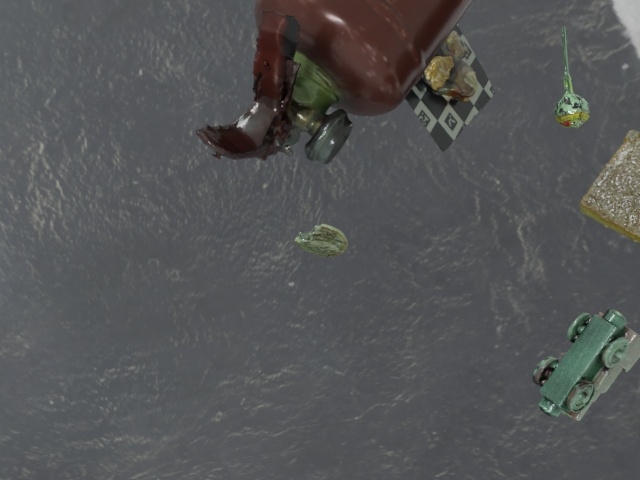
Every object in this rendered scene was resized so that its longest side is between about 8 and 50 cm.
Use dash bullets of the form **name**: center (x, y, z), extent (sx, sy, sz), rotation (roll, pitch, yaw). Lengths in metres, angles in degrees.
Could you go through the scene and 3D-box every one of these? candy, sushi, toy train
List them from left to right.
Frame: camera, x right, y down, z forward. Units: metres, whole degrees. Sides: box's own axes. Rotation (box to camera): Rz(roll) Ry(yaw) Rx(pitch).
- **sushi**: center (0.172, -0.257, 0.952), extent (0.210, 0.040, 0.192), rotation (54, 55, -16)
- **candy**: center (0.714, -0.470, 1.951), extent (0.083, 0.091, 0.305), rotation (9, 77, -50)
- **toy train**: center (0.665, 0.317, 1.689), extent (0.304, 0.221, 0.150), rotation (-54, 45, 4)

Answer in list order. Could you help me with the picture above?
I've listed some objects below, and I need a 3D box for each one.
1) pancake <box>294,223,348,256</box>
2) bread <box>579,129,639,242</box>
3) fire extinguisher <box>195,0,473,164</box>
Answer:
- **pancake**: center (0.004, 0.004, 1.600), extent (0.116, 0.130, 0.022), rotation (38, 50, -37)
- **bread**: center (0.650, -0.079, 1.311), extent (0.234, 0.110, 0.184), rotation (35, 100, 25)
- **fire extinguisher**: center (0.043, -0.169, 0.381), extent (0.106, 0.147, 0.337), rotation (32, 81, 9)
